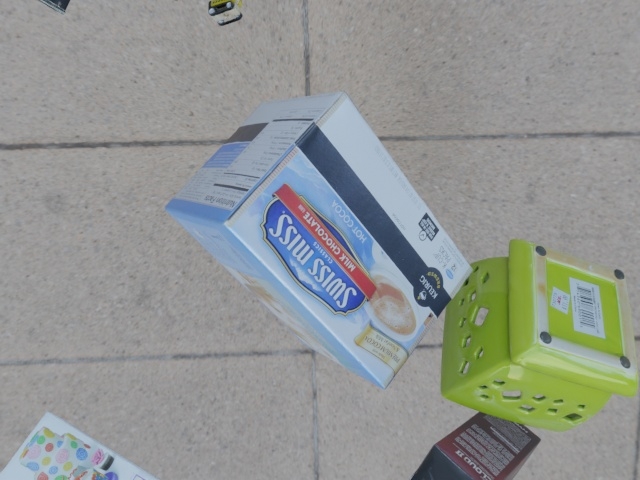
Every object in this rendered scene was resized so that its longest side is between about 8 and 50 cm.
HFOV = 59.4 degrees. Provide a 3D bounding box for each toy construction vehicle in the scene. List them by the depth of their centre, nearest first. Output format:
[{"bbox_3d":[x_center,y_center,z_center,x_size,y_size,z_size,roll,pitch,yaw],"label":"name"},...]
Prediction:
[{"bbox_3d":[-0.115,-0.288,0.633,0.098,0.086,0.035,-10,70,23],"label":"toy construction vehicle"}]

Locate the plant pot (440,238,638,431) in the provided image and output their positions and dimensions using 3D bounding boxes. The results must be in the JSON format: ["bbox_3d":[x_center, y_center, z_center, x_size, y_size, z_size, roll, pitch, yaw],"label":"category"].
[{"bbox_3d":[0.334,0.138,0.853,0.227,0.207,0.228,18,57,-9],"label":"plant pot"}]

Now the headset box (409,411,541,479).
[{"bbox_3d":[0.231,0.422,0.950,0.110,0.293,0.218,37,112,30],"label":"headset box"}]

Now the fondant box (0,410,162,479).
[{"bbox_3d":[-0.346,0.449,0.843,0.330,0.096,0.238,26,64,10],"label":"fondant box"}]

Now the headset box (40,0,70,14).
[{"bbox_3d":[-0.256,-0.351,0.469,0.131,0.283,0.246,24,99,-49],"label":"headset box"}]

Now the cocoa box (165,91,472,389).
[{"bbox_3d":[0.000,0.000,0.805,0.228,0.231,0.347,-50,119,-16],"label":"cocoa box"}]
